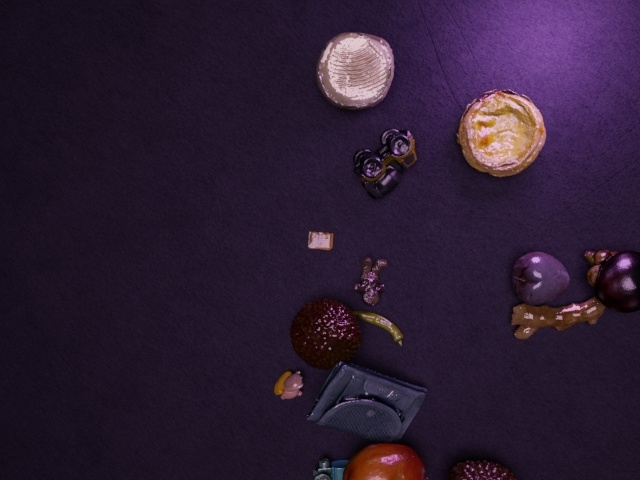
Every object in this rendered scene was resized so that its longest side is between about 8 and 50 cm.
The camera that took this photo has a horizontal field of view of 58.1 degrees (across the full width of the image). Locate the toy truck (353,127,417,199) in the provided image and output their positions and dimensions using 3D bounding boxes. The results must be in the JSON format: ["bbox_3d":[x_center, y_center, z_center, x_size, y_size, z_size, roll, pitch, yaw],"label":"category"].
[{"bbox_3d":[0.221,-0.251,1.878,0.224,0.147,0.165,-38,110,5],"label":"toy truck"}]

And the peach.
[{"bbox_3d":[0.206,0.761,1.829,0.281,0.238,0.281,-8,126,-11],"label":"peach"}]

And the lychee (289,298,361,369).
[{"bbox_3d":[0.022,0.299,1.856,0.236,0.271,0.236,4,77,-16],"label":"lychee"}]

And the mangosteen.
[{"bbox_3d":[0.905,0.113,1.761,0.230,0.194,0.194,30,96,32],"label":"mangosteen"}]

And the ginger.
[{"bbox_3d":[0.757,0.235,1.833,0.298,0.065,0.118,-13,103,10],"label":"ginger"}]

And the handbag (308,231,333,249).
[{"bbox_3d":[0.000,0.000,1.960,0.083,0.027,0.061,6,93,10],"label":"handbag"}]

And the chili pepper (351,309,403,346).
[{"bbox_3d":[0.199,0.276,1.933,0.208,0.043,0.049,33,121,11],"label":"chili pepper"}]

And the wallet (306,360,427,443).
[{"bbox_3d":[0.155,0.533,1.843,0.342,0.075,0.237,23,107,-21],"label":"wallet"}]

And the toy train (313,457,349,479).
[{"bbox_3d":[0.053,0.854,1.940,0.159,0.101,0.248,-4,92,-5],"label":"toy train"}]

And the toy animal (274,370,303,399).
[{"bbox_3d":[-0.096,0.494,1.965,0.114,0.091,0.082,-27,115,20],"label":"toy animal"}]

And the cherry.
[{"bbox_3d":[0.684,0.115,1.808,0.176,0.140,0.176,-1,94,-15],"label":"cherry"}]

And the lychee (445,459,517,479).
[{"bbox_3d":[0.511,0.821,1.789,0.267,0.267,0.267,0,91,8],"label":"lychee"}]

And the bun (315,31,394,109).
[{"bbox_3d":[0.111,-0.544,1.871,0.259,0.152,0.259,1,103,5],"label":"bun"}]

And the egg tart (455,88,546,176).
[{"bbox_3d":[0.573,-0.338,1.840,0.279,0.095,0.279,-1,86,11],"label":"egg tart"}]

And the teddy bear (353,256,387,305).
[{"bbox_3d":[0.162,0.137,1.918,0.119,0.078,0.160,8,85,-26],"label":"teddy bear"}]
